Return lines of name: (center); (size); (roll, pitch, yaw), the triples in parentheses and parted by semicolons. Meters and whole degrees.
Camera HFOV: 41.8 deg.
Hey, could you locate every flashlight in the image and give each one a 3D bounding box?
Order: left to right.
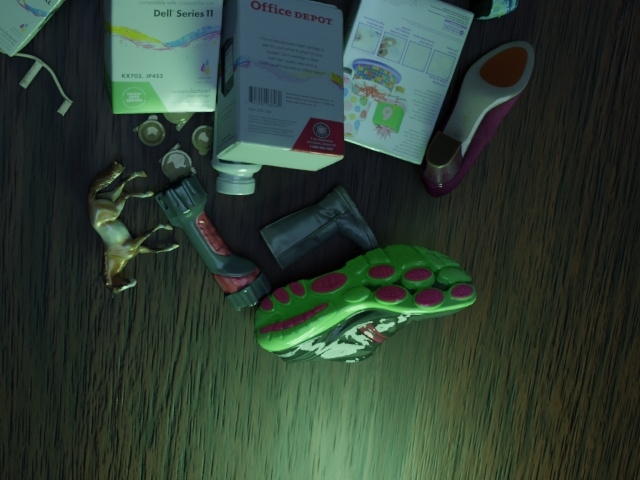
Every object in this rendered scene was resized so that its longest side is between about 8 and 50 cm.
flashlight: (-0.218, 0.001, 1.761); (0.103, 0.103, 0.304); (-18, 111, 32)

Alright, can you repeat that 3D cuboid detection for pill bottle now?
pill bottle: (-0.171, -0.190, 1.719); (0.107, 0.108, 0.180); (2, 104, -12)

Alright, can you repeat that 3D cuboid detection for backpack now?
backpack: (0.363, -0.515, 1.739); (0.084, 0.114, 0.105); (-7, 105, -10)

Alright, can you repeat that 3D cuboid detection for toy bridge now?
toy bridge: (-0.567, -0.328, 1.645); (0.188, 0.026, 0.063); (37, 92, -18)

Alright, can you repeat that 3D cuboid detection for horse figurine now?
horse figurine: (-0.409, -0.035, 1.734); (0.174, 0.066, 0.263); (-25, 110, -11)

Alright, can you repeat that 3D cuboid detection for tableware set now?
tableware set: (-0.296, -0.215, 1.733); (0.141, 0.020, 0.169); (-37, 109, 2)

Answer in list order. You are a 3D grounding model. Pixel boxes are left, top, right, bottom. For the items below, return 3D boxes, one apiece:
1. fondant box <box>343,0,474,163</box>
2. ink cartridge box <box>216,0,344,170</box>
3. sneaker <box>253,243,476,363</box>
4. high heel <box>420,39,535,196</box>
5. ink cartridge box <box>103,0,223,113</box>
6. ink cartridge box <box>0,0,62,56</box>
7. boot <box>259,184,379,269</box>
fondant box: (0.147, -0.353, 1.748); (0.238, 0.096, 0.331); (16, 100, -15)
ink cartridge box: (-0.077, -0.304, 1.619); (0.226, 0.131, 0.306); (6, 77, -26)
sneaker: (0.098, 0.149, 1.828); (0.482, 0.185, 0.202); (-13, 144, 7)
high heel: (0.339, -0.266, 1.835); (0.127, 0.181, 0.377); (38, 78, 18)
ink cartridge box: (-0.293, -0.419, 1.553); (0.207, 0.119, 0.354); (-5, 127, -19)
ink cartridge box: (-0.547, -0.475, 1.556); (0.231, 0.078, 0.134); (-42, 109, 17)
boot: (0.000, 0.001, 1.821); (0.208, 0.076, 0.190); (-36, 96, -7)
